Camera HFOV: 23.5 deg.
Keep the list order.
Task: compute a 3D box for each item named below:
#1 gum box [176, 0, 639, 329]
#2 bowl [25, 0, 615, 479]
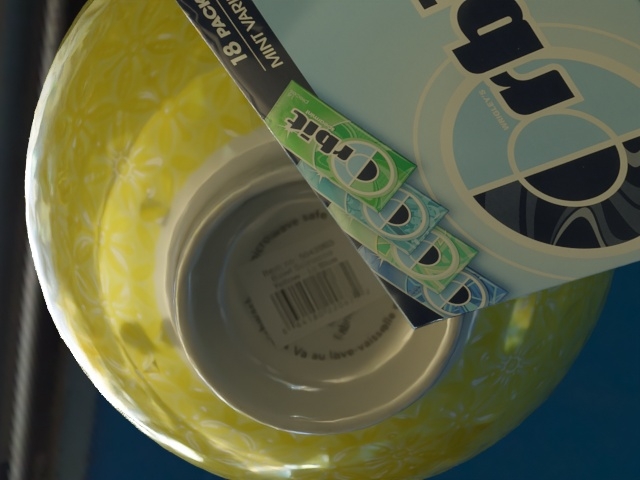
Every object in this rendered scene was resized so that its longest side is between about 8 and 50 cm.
[{"bbox_3d":[0.067,-0.061,0.492,0.184,0.041,0.157,-19,-62,36],"label":"gum box"},{"bbox_3d":[0.000,0.000,0.671,0.156,0.289,0.290,-85,174,-71],"label":"bowl"}]
